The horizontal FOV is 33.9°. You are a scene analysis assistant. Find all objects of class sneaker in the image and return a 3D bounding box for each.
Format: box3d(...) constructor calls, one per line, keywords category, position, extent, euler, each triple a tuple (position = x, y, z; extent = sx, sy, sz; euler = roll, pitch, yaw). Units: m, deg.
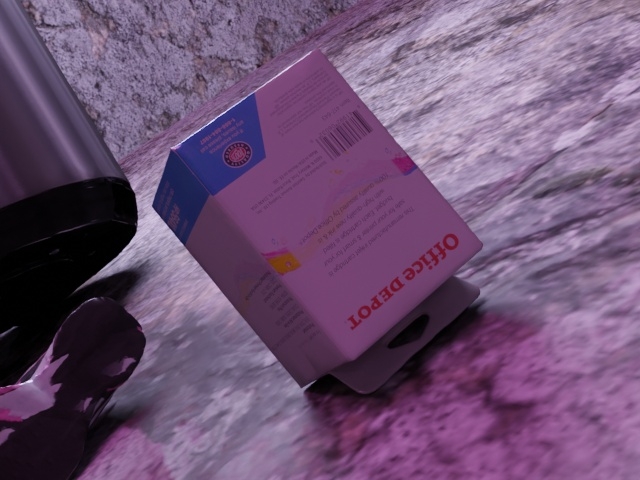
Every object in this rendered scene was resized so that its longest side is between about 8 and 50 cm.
box3d(category="sneaker", position=(-0.175, 0.118, 0.650), extent=(0.178, 0.072, 0.077), euler=(-47, -2, -44))

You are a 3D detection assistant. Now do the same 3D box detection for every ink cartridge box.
box3d(category="ink cartridge box", position=(0.000, 0.000, 0.517), extent=(0.092, 0.143, 0.090), euler=(-38, -3, -23))

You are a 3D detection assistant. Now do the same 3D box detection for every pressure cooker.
box3d(category="pressure cooker", position=(-0.430, -0.103, 1.055), extent=(0.370, 0.420, 0.375), euler=(-32, -5, 16))
